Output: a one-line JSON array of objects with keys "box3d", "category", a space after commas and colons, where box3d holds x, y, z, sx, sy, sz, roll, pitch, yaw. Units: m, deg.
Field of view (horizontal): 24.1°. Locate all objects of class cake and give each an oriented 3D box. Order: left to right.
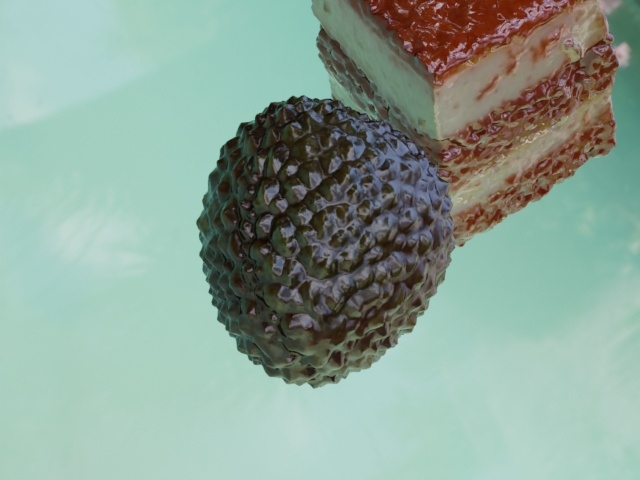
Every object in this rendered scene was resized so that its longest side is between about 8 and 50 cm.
[{"box3d": [0.169, -0.209, 1.731, 0.269, 0.270, 0.319, 51, -14, 33], "category": "cake"}]

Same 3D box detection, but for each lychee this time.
[{"box3d": [0.000, 0.000, 1.302, 0.236, 0.236, 0.271, 44, 38, -21], "category": "lychee"}]
